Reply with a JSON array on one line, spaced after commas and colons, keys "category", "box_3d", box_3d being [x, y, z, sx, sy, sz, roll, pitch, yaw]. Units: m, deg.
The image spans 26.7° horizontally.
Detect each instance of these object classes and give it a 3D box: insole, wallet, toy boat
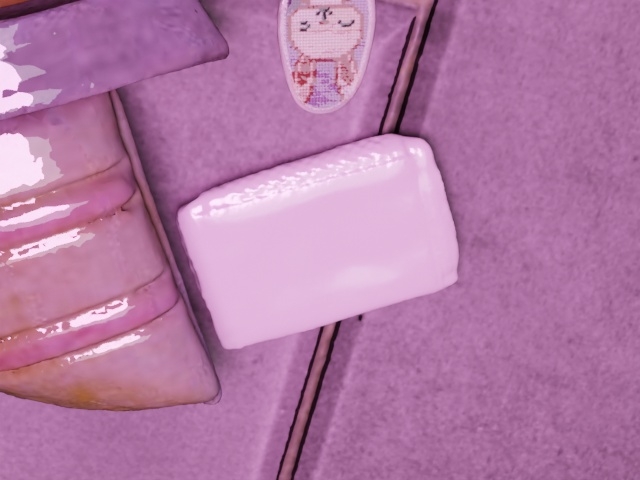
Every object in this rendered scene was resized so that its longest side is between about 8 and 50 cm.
[{"category": "insole", "box_3d": [0.005, -0.176, 0.871, 0.065, 0.004, 0.197, -1, 113, -6]}, {"category": "wallet", "box_3d": [0.000, 0.000, 0.930, 0.182, 0.032, 0.124, -18, 113, -1]}, {"category": "toy boat", "box_3d": [-0.193, -0.020, 0.817, 0.276, 0.111, 0.294, 0, 106, -8]}]

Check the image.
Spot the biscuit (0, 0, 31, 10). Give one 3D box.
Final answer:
[{"category": "biscuit", "box_3d": [-0.290, -0.156, 0.832, 0.250, 0.035, 0.162, -2, 117, -8]}]
